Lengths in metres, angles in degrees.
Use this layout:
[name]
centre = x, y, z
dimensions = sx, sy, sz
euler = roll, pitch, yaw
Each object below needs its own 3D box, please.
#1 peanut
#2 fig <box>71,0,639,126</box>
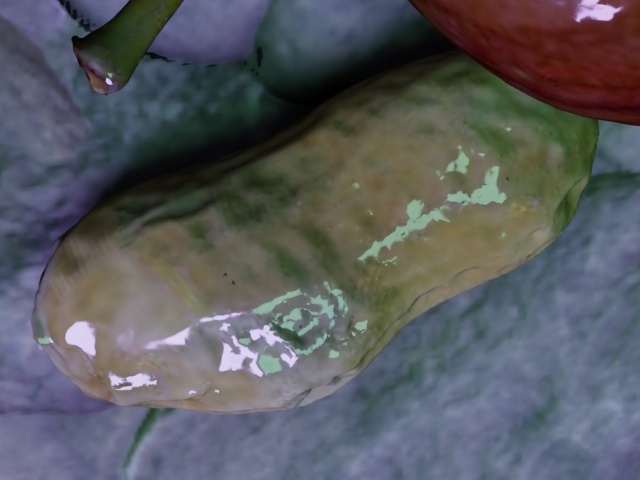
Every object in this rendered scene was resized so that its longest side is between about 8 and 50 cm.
[peanut]
centre = 0.000, 0.000, 0.652
dimensions = 0.214, 0.099, 0.099
euler = -29, 123, -1
[fig]
centre = 0.064, -0.135, 0.549
dimensions = 0.249, 0.186, 0.204
euler = 2, 107, 35
